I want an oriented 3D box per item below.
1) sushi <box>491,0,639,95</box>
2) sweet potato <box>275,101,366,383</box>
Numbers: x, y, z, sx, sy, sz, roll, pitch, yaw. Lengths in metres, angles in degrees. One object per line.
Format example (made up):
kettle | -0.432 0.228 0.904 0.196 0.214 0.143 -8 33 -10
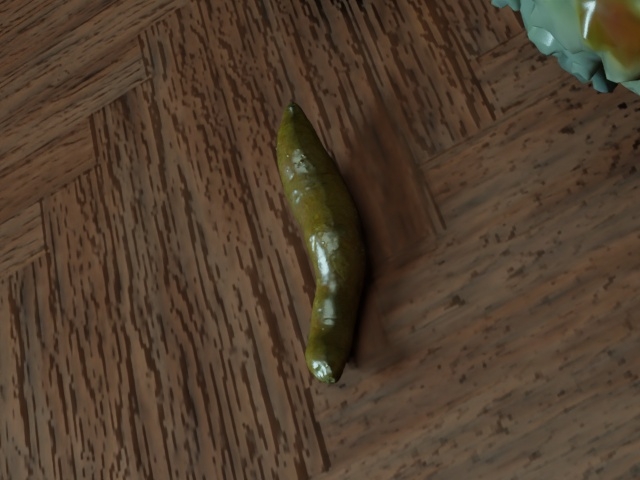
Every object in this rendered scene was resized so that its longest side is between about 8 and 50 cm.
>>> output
sushi | 0.224 -0.220 0.515 0.417 0.176 0.417 -29 26 16
sweet potato | 0.003 -0.003 0.664 0.044 0.044 0.179 -23 56 19
